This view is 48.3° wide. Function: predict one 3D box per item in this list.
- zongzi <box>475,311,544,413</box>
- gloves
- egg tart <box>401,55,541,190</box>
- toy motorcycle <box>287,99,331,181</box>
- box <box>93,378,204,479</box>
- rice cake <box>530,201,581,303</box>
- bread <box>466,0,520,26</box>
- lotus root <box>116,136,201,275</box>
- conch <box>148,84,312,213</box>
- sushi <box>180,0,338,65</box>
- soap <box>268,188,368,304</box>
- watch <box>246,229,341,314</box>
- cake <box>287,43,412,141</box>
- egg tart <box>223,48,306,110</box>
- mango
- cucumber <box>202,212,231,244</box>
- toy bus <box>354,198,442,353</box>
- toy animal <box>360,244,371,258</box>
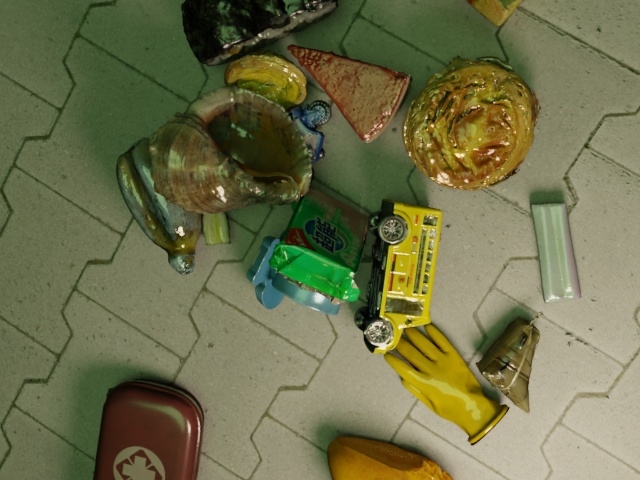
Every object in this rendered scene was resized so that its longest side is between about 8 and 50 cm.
[{"bbox_3d":[0.459,0.267,1.575,0.178,0.081,0.189,41,88,-18],"label":"zongzi"},{"bbox_3d":[0.273,0.308,1.600,0.133,0.116,0.294,-42,77,-15],"label":"gloves"},{"bbox_3d":[0.314,-0.248,1.512,0.297,0.132,0.297,-1,100,-4],"label":"egg tart"},{"bbox_3d":[-0.048,-0.222,1.600,0.114,0.076,0.205,20,105,12],"label":"toy motorcycle"},{"bbox_3d":[-0.421,0.539,1.738,0.263,0.108,0.404,10,99,10],"label":"box"},{"bbox_3d":[0.508,0.024,1.541,0.080,0.042,0.222,-9,94,13],"label":"rice cake"},{"bbox_3d":[0.356,-0.538,1.396,0.167,0.264,0.163,43,103,-2],"label":"bread"},{"bbox_3d":[-0.352,-0.079,1.642,0.158,0.140,0.322,-21,98,29],"label":"lotus root"},{"bbox_3d":[-0.194,-0.173,1.538,0.352,0.210,0.297,26,71,-6],"label":"conch"},{"bbox_3d":[-0.136,-0.504,1.519,0.350,0.211,0.171,-18,98,21],"label":"sushi"},{"bbox_3d":[-0.001,0.002,1.479,0.218,0.273,0.098,23,119,-1],"label":"soap"},{"bbox_3d":[-0.036,0.085,1.574,0.193,0.211,0.211,28,101,24],"label":"watch"},{"bbox_3d":[0.049,-0.308,1.532,0.262,0.158,0.160,17,98,10],"label":"cake"},{"bbox_3d":[-0.120,-0.357,1.570,0.191,0.191,0.074,1,62,10],"label":"egg tart"},{"bbox_3d":[0.163,0.558,1.595,0.350,0.201,0.199,25,71,15],"label":"mango"},{"bbox_3d":[-0.241,-0.043,1.676,0.067,0.035,0.107,-6,90,22],"label":"cucumber"},{"bbox_3d":[0.171,0.081,1.555,0.152,0.144,0.330,6,96,-8],"label":"toy bus"},{"bbox_3d":[0.092,0.032,1.625,0.050,0.028,0.084,26,101,15],"label":"toy animal"}]
